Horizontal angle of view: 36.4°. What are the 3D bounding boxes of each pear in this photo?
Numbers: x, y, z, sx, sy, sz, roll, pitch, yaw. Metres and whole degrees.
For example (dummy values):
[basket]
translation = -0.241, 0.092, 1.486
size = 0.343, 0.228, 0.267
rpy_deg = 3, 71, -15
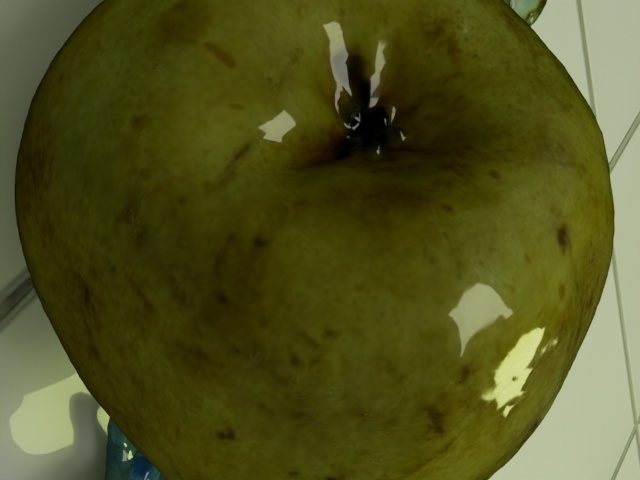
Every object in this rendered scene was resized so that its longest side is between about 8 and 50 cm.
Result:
[pear]
translation = 0.000, 0.000, 0.520
size = 0.304, 0.304, 0.303
rpy_deg = -19, 113, -52

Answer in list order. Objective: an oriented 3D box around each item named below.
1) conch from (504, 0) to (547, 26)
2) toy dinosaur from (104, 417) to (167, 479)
[conch]
translation = 0.109, -0.224, 0.756
size = 0.187, 0.124, 0.181
rpy_deg = -55, 145, -45
[toy dinosaur]
translation = -0.100, 0.158, 0.604
size = 0.329, 0.076, 0.144
rpy_deg = 21, 88, -65
